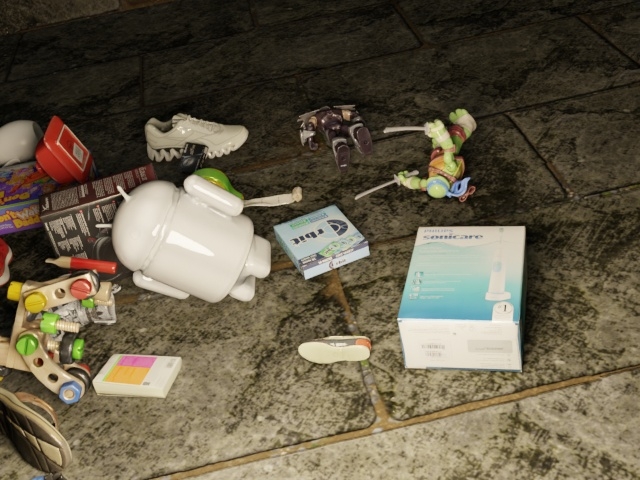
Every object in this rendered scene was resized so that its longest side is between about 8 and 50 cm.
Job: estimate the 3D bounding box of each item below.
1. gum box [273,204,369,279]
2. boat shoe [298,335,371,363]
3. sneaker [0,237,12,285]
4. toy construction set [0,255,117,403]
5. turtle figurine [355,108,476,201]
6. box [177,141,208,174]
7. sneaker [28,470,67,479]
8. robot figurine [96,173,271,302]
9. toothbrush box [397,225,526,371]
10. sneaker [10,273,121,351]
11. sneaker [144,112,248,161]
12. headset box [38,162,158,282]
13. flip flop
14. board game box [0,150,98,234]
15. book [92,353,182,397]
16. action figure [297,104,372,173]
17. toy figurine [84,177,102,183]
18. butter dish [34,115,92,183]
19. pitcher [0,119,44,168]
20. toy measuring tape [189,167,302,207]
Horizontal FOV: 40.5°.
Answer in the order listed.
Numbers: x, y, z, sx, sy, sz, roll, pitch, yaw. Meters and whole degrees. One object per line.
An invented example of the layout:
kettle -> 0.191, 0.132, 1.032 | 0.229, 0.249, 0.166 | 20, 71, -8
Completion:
gum box -> 0.000, 0.000, 1.945 | 0.157, 0.041, 0.184 | -20, 35, -14
boat shoe -> 0.028, 0.201, 1.643 | 0.137, 0.049, 0.043 | -2, 32, 9
sneaker -> -0.794, 0.009, 2.069 | 0.087, 0.128, 0.221 | -22, 36, -16
toy construction set -> -0.534, 0.137, 1.632 | 0.237, 0.257, 0.308 | 8, 36, -3
turtle figurine -> 0.249, -0.218, 2.058 | 0.275, 0.197, 0.266 | 10, 35, 21
box -> -0.343, -0.219, 2.332 | 0.067, 0.018, 0.083 | 12, 79, 29
sneaker -> -0.448, 0.439, 1.420 | 0.085, 0.058, 0.152 | -23, 29, -3
robot figurine -> -0.278, 0.002, 1.799 | 0.354, 0.300, 0.199 | 25, 26, -18
toothbrush box -> 0.278, 0.102, 1.648 | 0.217, 0.126, 0.295 | -1, 36, 15
sneaker -> -0.519, 0.160, 1.799 | 0.153, 0.101, 0.268 | 0, 33, 19
sneaker -> -0.346, -0.292, 2.395 | 0.292, 0.118, 0.110 | -5, 33, 5
headset box -> -0.455, -0.030, 1.956 | 0.293, 0.218, 0.110 | -18, 35, -9
flip flop -> -0.529, 0.325, 1.581 | 0.080, 0.112, 0.277 | -21, 28, -40
board game box -> -0.776, -0.119, 2.294 | 0.347, 0.078, 0.233 | -12, 34, -2
book -> -0.352, 0.258, 1.679 | 0.144, 0.035, 0.096 | 1, 33, 16
action figure -> 0.042, -0.287, 2.307 | 0.185, 0.099, 0.285 | -23, 32, -5
toy figurine -> -0.506, -0.075, 2.086 | 0.173, 0.159, 0.130 | 0, 36, 15
butter dish -> -0.677, -0.211, 2.225 | 0.118, 0.160, 0.160 | -29, 32, 14
pitcher -> -0.899, -0.248, 2.495 | 0.207, 0.125, 0.177 | -21, 55, 3
toy measuring tape -> -0.215, -0.127, 2.124 | 0.330, 0.121, 0.121 | -8, 34, 4
